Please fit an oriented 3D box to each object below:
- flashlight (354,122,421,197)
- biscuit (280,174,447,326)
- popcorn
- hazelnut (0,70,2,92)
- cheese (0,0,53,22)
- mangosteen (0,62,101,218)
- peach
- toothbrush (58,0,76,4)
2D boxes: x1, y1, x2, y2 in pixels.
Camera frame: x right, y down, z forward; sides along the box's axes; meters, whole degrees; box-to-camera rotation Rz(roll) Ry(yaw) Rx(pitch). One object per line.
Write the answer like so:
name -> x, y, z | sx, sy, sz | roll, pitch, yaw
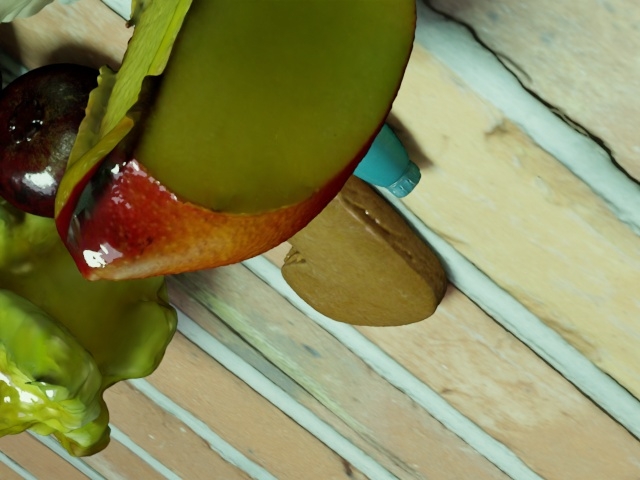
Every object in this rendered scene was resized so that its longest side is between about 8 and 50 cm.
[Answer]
flashlight -> 0.017, -0.075, 1.155 | 0.129, 0.051, 0.051 | 40, 155, -20
biscuit -> 0.000, 0.000, 1.327 | 0.192, 0.036, 0.186 | 46, 154, -22
popcorn -> -0.285, 0.051, 1.473 | 0.325, 0.290, 0.321 | 20, 145, -27
hazelnut -> -0.334, -0.116, 1.362 | 0.170, 0.160, 0.202 | 41, 161, 18
cheese -> -0.102, -0.258, 0.682 | 0.153, 0.292, 0.332 | 33, 150, 3
mangosteen -> -0.191, -0.072, 1.338 | 0.140, 0.140, 0.140 | 27, 154, 14
peach -> -0.046, -0.076, 0.980 | 0.154, 0.267, 0.159 | 25, 160, -16
toothbrush -> -0.111, -0.185, 1.022 | 0.040, 0.042, 0.418 | 34, 168, -18
